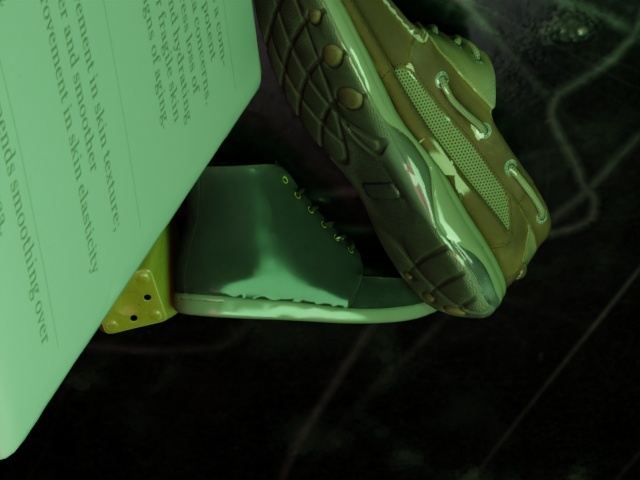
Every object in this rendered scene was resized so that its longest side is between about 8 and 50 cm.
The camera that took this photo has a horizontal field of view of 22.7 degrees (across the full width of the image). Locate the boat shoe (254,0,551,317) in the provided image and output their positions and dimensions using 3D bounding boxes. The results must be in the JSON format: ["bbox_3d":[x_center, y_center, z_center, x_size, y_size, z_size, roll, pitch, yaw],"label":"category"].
[{"bbox_3d":[0.062,-0.099,1.142,0.116,0.123,0.324,-39,113,-21],"label":"boat shoe"}]

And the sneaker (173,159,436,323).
[{"bbox_3d":[0.000,0.000,1.204,0.222,0.083,0.118,2,93,-27],"label":"sneaker"}]

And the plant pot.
[{"bbox_3d":[-0.145,0.025,1.202,0.081,0.083,0.081,-13,123,3],"label":"plant pot"}]

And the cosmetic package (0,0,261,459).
[{"bbox_3d":[-0.255,-0.142,0.856,0.327,0.394,0.329,5,124,17],"label":"cosmetic package"}]
